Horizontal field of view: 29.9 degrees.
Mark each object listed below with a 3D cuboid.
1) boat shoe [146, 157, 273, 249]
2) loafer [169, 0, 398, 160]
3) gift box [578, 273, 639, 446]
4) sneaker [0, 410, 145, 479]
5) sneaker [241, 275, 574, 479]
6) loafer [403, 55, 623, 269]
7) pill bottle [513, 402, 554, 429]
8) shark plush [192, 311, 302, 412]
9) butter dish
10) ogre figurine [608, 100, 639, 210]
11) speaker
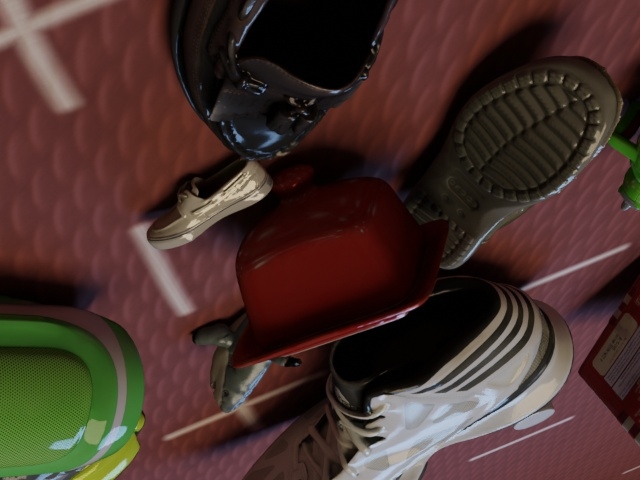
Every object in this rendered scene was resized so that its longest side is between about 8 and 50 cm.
[{"bbox_3d":[-0.083,-0.029,0.834,0.100,0.035,0.035,-26,128,15],"label":"boat shoe"},{"bbox_3d":[-0.012,-0.120,0.630,0.109,0.095,0.302,-14,154,-20],"label":"loafer"},{"bbox_3d":[0.489,0.119,1.385,0.258,0.276,0.255,0,133,-35],"label":"gift box"},{"bbox_3d":[-0.284,0.208,0.991,0.300,0.111,0.121,-46,147,-20],"label":"sneaker"},{"bbox_3d":[0.024,0.174,1.227,0.447,0.169,0.257,-39,144,14],"label":"sneaker"},{"bbox_3d":[0.145,-0.068,0.905,0.087,0.094,0.251,-37,176,-34],"label":"loafer"},{"bbox_3d":[0.213,0.147,1.335,0.067,0.120,0.067,-19,155,-9],"label":"pill bottle"},{"bbox_3d":[-0.035,0.089,1.065,0.161,0.067,0.073,-29,155,12],"label":"shark plush"},{"bbox_3d":[0.000,0.000,0.872,0.160,0.118,0.160,-20,-162,19],"label":"butter dish"},{"bbox_3d":[0.303,-0.089,0.983,0.118,0.097,0.197,-35,175,-18],"label":"ogre figurine"},{"bbox_3d":[-0.267,0.102,0.819,0.296,0.131,0.131,7,142,-48],"label":"speaker"}]
